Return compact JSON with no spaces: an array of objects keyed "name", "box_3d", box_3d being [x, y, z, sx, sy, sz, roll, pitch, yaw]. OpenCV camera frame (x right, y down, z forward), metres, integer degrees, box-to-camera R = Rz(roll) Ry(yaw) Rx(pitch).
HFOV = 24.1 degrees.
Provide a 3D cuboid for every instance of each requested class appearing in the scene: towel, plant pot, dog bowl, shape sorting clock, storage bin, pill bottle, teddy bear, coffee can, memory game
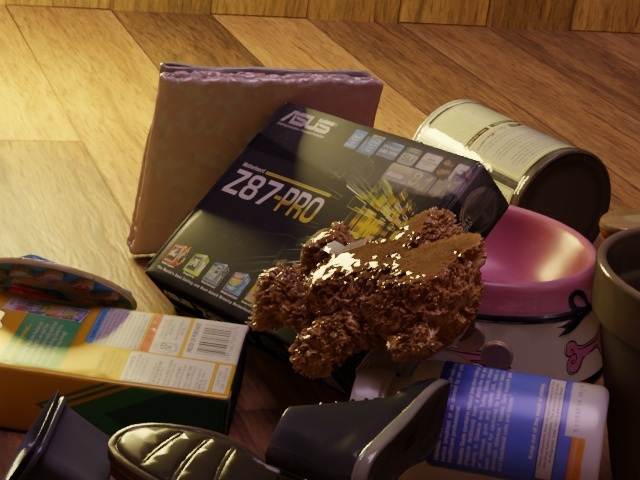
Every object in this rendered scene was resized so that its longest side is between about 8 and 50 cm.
[{"name":"towel","box_3d":[-0.097,-0.110,2.158,0.331,0.317,0.053,0,37,-19]},{"name":"plant pot","box_3d":[0.441,0.167,1.668,0.323,0.280,0.323,7,21,-3]},{"name":"dog bowl","box_3d":[0.200,0.061,2.045,0.408,0.150,0.408,6,21,-2]},{"name":"shape sorting clock","box_3d":[-0.330,0.065,1.866,0.206,0.040,0.206,12,-16,4]},{"name":"storage bin","box_3d":[-0.266,0.235,1.533,0.091,0.098,0.135,34,18,-9]},{"name":"pill bottle","box_3d":[0.168,0.211,1.632,0.272,0.152,0.152,9,21,10]},{"name":"teddy bear","box_3d":[0.058,0.061,1.669,0.338,0.113,0.245,-8,29,38]},{"name":"coffee can","box_3d":[0.296,-0.092,2.398,0.201,0.201,0.275,-7,26,-34]},{"name":"memory game","box_3d":[0.140,0.165,1.710,0.186,0.186,0.012,11,30,9]}]

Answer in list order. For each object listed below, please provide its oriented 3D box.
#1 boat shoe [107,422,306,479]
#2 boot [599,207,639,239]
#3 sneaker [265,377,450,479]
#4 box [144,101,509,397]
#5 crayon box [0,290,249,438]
[{"name":"boat shoe","box_3d":[-0.075,0.273,1.472,0.307,0.104,0.111,17,32,20]},{"name":"boot","box_3d":[0.451,0.069,2.009,0.295,0.211,0.104,1,18,-46]},{"name":"sneaker","box_3d":[0.043,0.178,1.485,0.118,0.083,0.222,17,22,24]},{"name":"box","box_3d":[0.000,0.000,1.920,0.395,0.097,0.318,24,67,47]},{"name":"crayon box","box_3d":[-0.256,0.151,1.747,0.323,0.083,0.203,9,21,1]}]
